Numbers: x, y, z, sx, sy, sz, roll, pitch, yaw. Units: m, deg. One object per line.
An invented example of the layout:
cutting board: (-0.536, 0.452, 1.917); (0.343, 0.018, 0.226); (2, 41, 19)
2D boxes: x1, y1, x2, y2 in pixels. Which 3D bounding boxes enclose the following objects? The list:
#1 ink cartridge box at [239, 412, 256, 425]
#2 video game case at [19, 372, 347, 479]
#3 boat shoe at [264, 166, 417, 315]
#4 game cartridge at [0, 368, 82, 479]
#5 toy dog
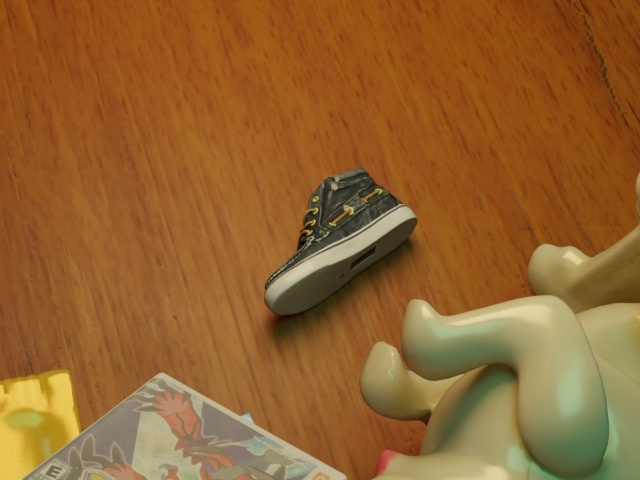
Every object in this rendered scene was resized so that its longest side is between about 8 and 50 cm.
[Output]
ink cartridge box: (-0.089, 0.187, 1.239); (0.083, 0.028, 0.048); (-19, 59, -20)
video game case: (-0.110, 0.199, 1.161); (0.201, 0.023, 0.183); (25, 39, 25)
boat shoe: (0.000, 0.000, 1.362); (0.183, 0.065, 0.083); (-31, 64, -33)
game cartridge: (-0.335, 0.253, 1.146); (0.323, 0.053, 0.285); (-9, 58, -14)
toy dog: (0.187, 0.200, 1.157); (0.408, 0.284, 0.395); (-37, 94, -27)
